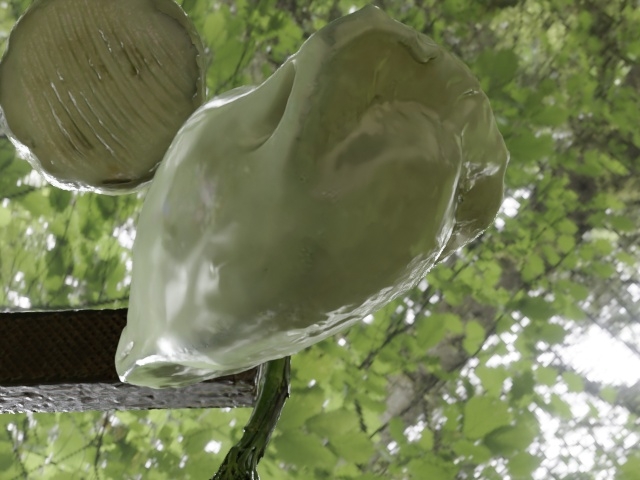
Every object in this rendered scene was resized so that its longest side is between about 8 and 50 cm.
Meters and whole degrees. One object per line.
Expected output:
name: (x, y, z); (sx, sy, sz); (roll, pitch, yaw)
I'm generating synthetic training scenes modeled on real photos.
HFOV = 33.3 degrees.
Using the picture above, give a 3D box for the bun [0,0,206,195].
bun: (-0.237, -0.166, 1.171); (0.239, 0.239, 0.141); (32, -175, -1)

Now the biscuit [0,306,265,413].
biscuit: (-0.245, 0.139, 1.241); (0.389, 0.073, 0.107); (-4, -129, 13)

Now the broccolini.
broccolini: (-0.048, 0.134, 0.757); (0.054, 0.051, 0.239); (35, -144, -15)

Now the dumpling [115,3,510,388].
dumpling: (0.000, 0.000, 0.546); (0.179, 0.252, 0.131); (3, -140, -44)
